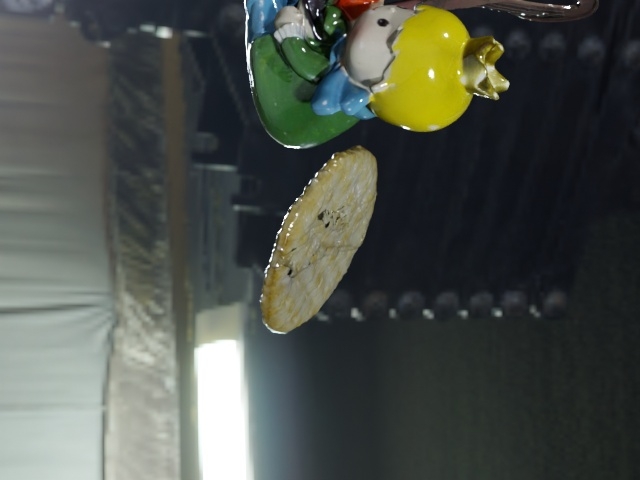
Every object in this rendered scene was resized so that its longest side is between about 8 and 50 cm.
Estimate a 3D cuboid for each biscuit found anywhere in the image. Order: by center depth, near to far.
[{"bbox_3d":[0.001,0.001,1.428,0.033,0.220,0.220,28,-61,19],"label":"biscuit"}]

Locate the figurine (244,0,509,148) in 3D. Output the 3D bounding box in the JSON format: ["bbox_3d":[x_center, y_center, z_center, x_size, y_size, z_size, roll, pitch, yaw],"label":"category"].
[{"bbox_3d":[0.047,-0.182,1.238,0.234,0.127,0.185,-12,-98,39],"label":"figurine"}]

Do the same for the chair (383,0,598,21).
[{"bbox_3d":[0.194,-0.364,1.703,0.175,0.326,0.183,4,-81,48],"label":"chair"}]
